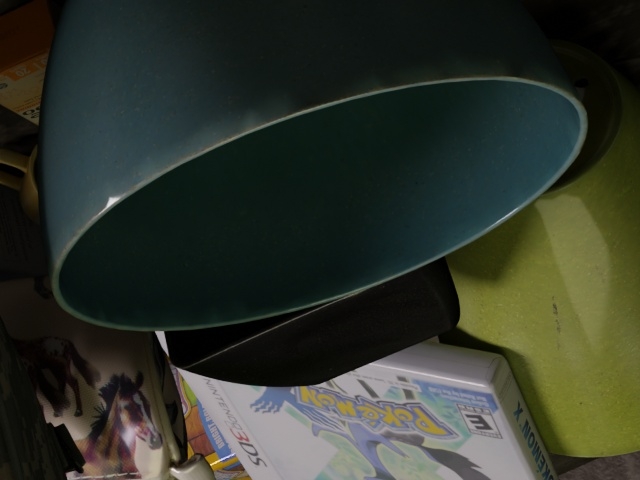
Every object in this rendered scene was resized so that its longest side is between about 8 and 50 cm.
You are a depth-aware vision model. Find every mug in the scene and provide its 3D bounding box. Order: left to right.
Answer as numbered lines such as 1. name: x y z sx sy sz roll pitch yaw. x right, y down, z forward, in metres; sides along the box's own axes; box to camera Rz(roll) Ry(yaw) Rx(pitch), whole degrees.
1. mug: -0.182 -0.042 1.158 0.062 0.078 0.064 -46 -174 -30

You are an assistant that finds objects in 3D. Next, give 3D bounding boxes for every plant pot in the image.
1. plant pot: -0.027 -0.097 0.913 0.290 0.195 0.290 -16 161 -6
2. plant pot: 0.000 0.000 1.179 0.188 0.187 0.167 -25 150 16
3. plant pot: 0.190 -0.015 1.303 0.275 0.274 0.293 -21 146 7

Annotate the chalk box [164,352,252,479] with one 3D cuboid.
1. chalk box: -0.095 0.171 1.696 0.213 0.132 0.132 -28 160 21

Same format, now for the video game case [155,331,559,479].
1. video game case: 0.044 0.170 1.444 0.329 0.036 0.300 8 145 31

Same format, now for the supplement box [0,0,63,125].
1. supplement box: -0.163 -0.103 1.013 0.062 0.036 0.098 -23 161 14

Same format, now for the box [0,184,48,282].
1. box: -0.248 0.020 1.222 0.126 0.072 0.137 -30 158 31

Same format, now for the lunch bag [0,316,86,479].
1. lunch bag: -0.283 0.150 0.914 0.305 0.212 0.256 -18 171 -7

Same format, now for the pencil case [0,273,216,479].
1. pencil case: -0.284 0.133 1.122 0.410 0.183 0.160 -11 155 -9
